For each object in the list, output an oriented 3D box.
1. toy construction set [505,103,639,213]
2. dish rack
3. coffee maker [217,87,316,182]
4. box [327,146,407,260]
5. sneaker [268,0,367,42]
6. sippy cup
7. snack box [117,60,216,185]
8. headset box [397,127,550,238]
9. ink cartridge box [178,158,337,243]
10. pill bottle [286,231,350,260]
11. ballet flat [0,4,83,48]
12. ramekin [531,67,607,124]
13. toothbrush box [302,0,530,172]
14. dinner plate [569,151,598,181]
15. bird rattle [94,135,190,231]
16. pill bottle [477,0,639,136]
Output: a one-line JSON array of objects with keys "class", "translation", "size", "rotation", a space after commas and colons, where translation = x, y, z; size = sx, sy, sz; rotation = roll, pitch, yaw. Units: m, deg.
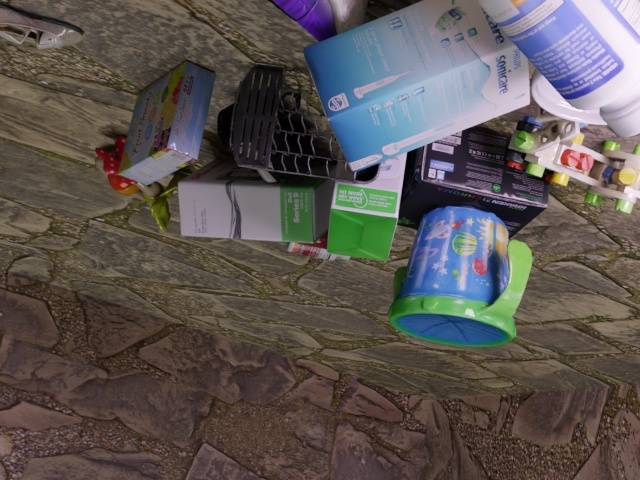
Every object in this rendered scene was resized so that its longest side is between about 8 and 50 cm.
[{"class": "toy construction set", "translation": [0.451, -0.145, 1.874], "size": [0.327, 0.151, 0.215], "rotation": [34, 174, -37]}, {"class": "dish rack", "translation": [-0.019, -0.204, 1.854], "size": [0.271, 0.208, 0.074], "rotation": [8, 171, 7]}, {"class": "coffee maker", "translation": [-0.079, -0.191, 2.038], "size": [0.171, 0.120, 0.178], "rotation": [-2, 159, 27]}, {"class": "box", "translation": [0.085, -0.114, 2.011], "size": [0.126, 0.231, 0.262], "rotation": [9, 161, 2]}, {"class": "sneaker", "translation": [-0.029, -0.365, 1.556], "size": [0.146, 0.102, 0.293], "rotation": [9, 159, 21]}, {"class": "sippy cup", "translation": [0.258, 0.063, 2.049], "size": [0.305, 0.224, 0.240], "rotation": [3, 161, 23]}, {"class": "snack box", "translation": [-0.282, -0.210, 1.991], "size": [0.070, 0.175, 0.207], "rotation": [21, 158, -29]}, {"class": "headset box", "translation": [0.279, -0.103, 2.111], "size": [0.246, 0.131, 0.283], "rotation": [12, 162, -8]}, {"class": "ink cartridge box", "translation": [-0.120, -0.083, 2.228], "size": [0.289, 0.122, 0.211], "rotation": [3, -162, 16]}, {"class": "pill bottle", "translation": [0.000, 0.000, 2.618], "size": [0.152, 0.086, 0.086], "rotation": [11, 161, -9]}, {"class": "ballet flat", "translation": [-0.491, -0.352, 1.860], "size": [0.168, 0.052, 0.057], "rotation": [14, 161, -16]}, {"class": "ramekin", "translation": [0.417, -0.263, 1.608], "size": [0.207, 0.109, 0.207], "rotation": [8, 161, 3]}, {"class": "toothbrush box", "translation": [0.147, -0.238, 1.593], "size": [0.295, 0.126, 0.216], "rotation": [-21, 160, 6]}, {"class": "dinner plate", "translation": [0.491, -0.138, 2.089], "size": [0.141, 0.017, 0.141], "rotation": [8, 160, 3]}, {"class": "bird rattle", "translation": [-0.413, -0.131, 2.378], "size": [0.207, 0.143, 0.253], "rotation": [14, 167, 44]}, {"class": "pill bottle", "translation": [0.343, -0.266, 1.413], "size": [0.272, 0.152, 0.152], "rotation": [45, 150, -15]}]
